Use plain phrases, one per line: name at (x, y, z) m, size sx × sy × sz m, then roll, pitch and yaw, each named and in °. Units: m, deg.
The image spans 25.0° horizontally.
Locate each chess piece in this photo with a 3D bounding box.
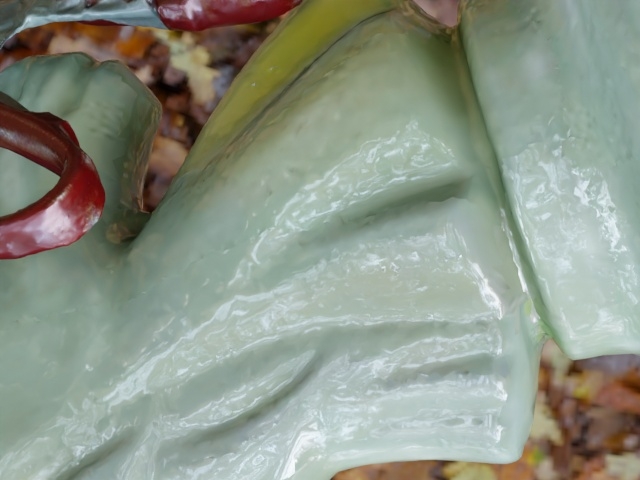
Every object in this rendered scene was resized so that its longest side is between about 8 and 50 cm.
chess piece at (0.000, 0.000, 0.436) m, size 0.298 × 0.175 × 0.175 m, roll -18°, pitch 138°, yaw 8°

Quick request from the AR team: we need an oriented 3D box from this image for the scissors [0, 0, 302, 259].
scissors at (-0.130, -0.067, 0.465) m, size 0.248 × 0.144 × 0.017 m, roll 14°, pitch 142°, yaw 36°
